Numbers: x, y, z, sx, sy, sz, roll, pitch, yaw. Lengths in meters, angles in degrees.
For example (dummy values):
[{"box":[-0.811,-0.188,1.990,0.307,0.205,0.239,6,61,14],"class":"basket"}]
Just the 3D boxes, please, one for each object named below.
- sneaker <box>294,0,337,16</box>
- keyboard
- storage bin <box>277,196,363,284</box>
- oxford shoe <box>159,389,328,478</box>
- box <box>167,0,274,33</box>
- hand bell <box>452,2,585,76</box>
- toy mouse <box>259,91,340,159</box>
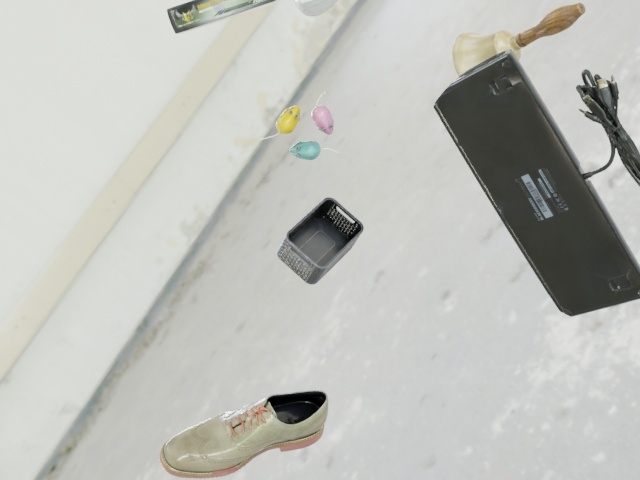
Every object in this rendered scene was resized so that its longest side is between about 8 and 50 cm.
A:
[{"box":[0.044,-0.428,1.327,0.212,0.080,0.094,-46,2,10],"class":"sneaker"},{"box":[0.273,-0.066,0.941,0.201,0.317,0.033,-23,15,45],"class":"keyboard"},{"box":[0.000,0.000,2.027,0.180,0.122,0.084,-43,-9,-36],"class":"storage bin"},{"box":[-0.144,0.357,1.682,0.123,0.348,0.130,56,146,33],"class":"oxford shoe"},{"box":[-0.214,-0.515,1.904,0.231,0.056,0.183,-18,15,0],"class":"box"},{"box":[0.358,-0.355,1.512,0.242,0.126,0.126,-23,33,51],"class":"hand bell"},{"box":[-0.016,-0.212,1.721,0.161,0.143,0.031,-48,11,10],"class":"toy mouse"}]
